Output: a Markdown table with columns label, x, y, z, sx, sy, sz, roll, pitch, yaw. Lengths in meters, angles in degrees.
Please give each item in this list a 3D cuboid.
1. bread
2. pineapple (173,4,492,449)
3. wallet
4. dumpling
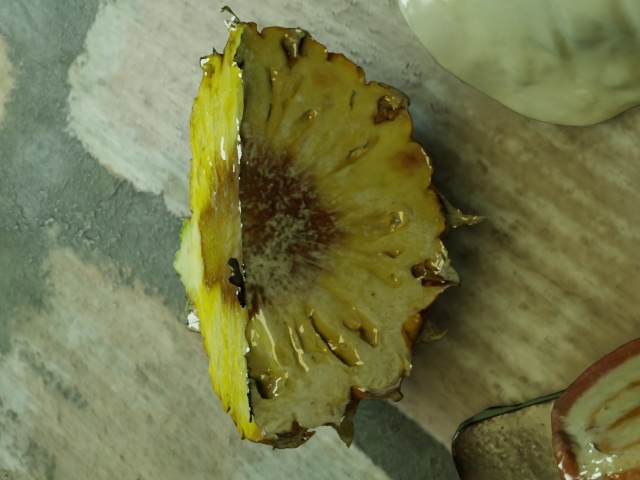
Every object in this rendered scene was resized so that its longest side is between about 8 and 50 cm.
| label | x | y | z | sx | sy | sz | roll | pitch | yaw |
| --- | --- | --- | --- | --- | --- | --- | --- | --- | --- |
| bread | 0.278 | 0.145 | 1.049 | 0.244 | 0.190 | 0.123 | -30 | 112 | 8 |
| pineapple | -0.001 | 0.000 | 1.236 | 0.209 | 0.286 | 0.344 | -1 | 84 | -14 |
| wallet | 0.193 | 0.252 | 1.188 | 0.137 | 0.031 | 0.255 | -20 | 82 | 30 |
| dumpling | 0.197 | -0.184 | 1.068 | 0.318 | 0.187 | 0.243 | 30 | 117 | 8 |
